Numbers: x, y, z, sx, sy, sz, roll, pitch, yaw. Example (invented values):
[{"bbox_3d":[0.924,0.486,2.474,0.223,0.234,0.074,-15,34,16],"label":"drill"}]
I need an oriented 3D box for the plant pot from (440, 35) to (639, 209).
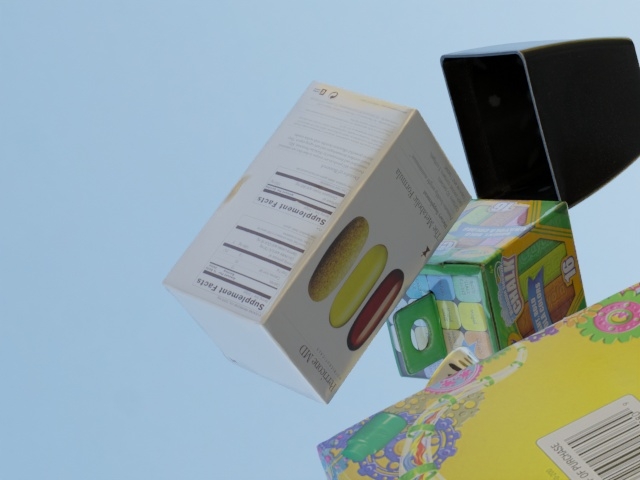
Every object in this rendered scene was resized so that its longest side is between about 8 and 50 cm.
[{"bbox_3d":[0.271,-0.148,2.033,0.167,0.188,0.187,-21,-78,-23],"label":"plant pot"}]

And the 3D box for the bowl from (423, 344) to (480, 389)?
[{"bbox_3d":[0.085,0.152,1.007,0.170,0.080,0.170,-57,-19,-33],"label":"bowl"}]

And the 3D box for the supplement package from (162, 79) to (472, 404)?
[{"bbox_3d":[0.000,0.000,1.602,0.244,0.134,0.139,-55,-43,-17],"label":"supplement package"}]

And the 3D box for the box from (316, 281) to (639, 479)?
[{"bbox_3d":[0.164,0.210,0.643,0.177,0.290,0.279,-25,-59,-11],"label":"box"}]

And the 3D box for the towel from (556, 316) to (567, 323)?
[{"bbox_3d":[0.198,0.278,1.301,0.332,0.317,0.053,-50,-7,-2],"label":"towel"}]

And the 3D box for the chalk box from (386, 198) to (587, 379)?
[{"bbox_3d":[0.148,0.057,1.737,0.213,0.132,0.132,-35,-61,-45],"label":"chalk box"}]
